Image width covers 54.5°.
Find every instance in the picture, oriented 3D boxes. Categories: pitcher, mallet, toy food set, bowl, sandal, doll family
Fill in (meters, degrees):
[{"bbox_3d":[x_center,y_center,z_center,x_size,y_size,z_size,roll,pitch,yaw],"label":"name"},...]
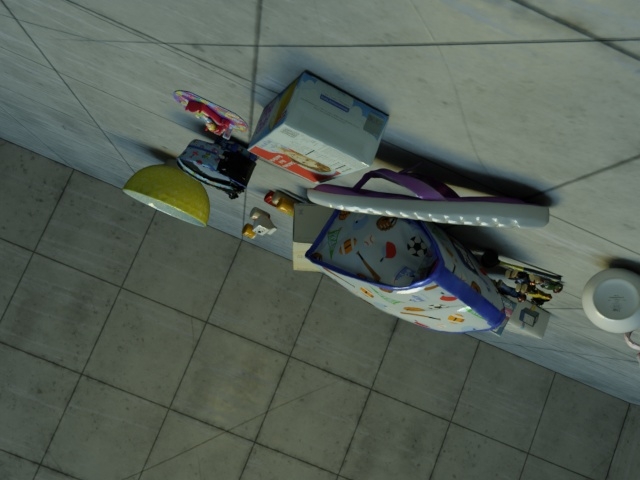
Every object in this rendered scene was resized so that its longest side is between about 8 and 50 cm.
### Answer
[{"bbox_3d":[0.614,0.119,1.223,0.178,0.125,0.207,-6,170,27],"label":"pitcher"},{"bbox_3d":[0.478,0.068,1.492,0.189,0.039,0.062,18,172,4],"label":"mallet"},{"bbox_3d":[-0.130,-0.071,1.858,0.104,0.111,0.232,27,139,-27],"label":"toy food set"},{"bbox_3d":[-0.472,-0.171,2.009,0.289,0.156,0.289,22,171,4],"label":"bowl"},{"bbox_3d":[0.185,-0.086,1.094,0.416,0.102,0.169,7,-177,13],"label":"sandal"},{"bbox_3d":[0.531,0.125,1.588,0.111,0.076,0.193,22,178,-27],"label":"doll family"}]

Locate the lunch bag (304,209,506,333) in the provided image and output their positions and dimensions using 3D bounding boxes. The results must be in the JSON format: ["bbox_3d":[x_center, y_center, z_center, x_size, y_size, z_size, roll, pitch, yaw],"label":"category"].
[{"bbox_3d":[0.220,0.069,1.477,0.328,0.239,0.385,33,173,-40],"label":"lunch bag"}]

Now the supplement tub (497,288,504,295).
[{"bbox_3d":[0.458,0.166,1.904,0.106,0.106,0.198,27,171,-28],"label":"supplement tub"}]

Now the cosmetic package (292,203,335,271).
[{"bbox_3d":[0.000,0.000,1.757,0.160,0.113,0.309,3,164,0],"label":"cosmetic package"}]

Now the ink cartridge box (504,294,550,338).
[{"bbox_3d":[0.595,0.226,1.969,0.212,0.093,0.154,29,170,-28],"label":"ink cartridge box"}]

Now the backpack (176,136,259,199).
[{"bbox_3d":[-0.249,-0.185,1.478,0.173,0.117,0.158,24,172,-11],"label":"backpack"}]

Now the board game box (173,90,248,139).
[{"bbox_3d":[-0.235,-0.255,1.298,0.168,0.033,0.133,24,172,-11],"label":"board game box"}]

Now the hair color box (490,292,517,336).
[{"bbox_3d":[0.369,0.139,1.748,0.174,0.105,0.347,27,-178,-22],"label":"hair color box"}]

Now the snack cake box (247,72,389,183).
[{"bbox_3d":[-0.014,-0.175,1.039,0.152,0.089,0.264,23,172,-17],"label":"snack cake box"}]

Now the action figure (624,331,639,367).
[{"bbox_3d":[0.868,0.298,1.283,0.276,0.248,0.370,54,180,-23],"label":"action figure"}]
